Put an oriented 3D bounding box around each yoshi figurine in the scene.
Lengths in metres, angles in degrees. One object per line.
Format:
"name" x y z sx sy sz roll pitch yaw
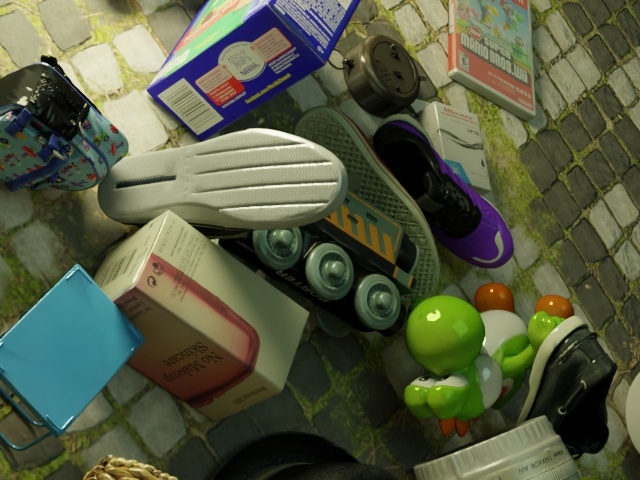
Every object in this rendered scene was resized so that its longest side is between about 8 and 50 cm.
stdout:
"yoshi figurine" 0.231 0.133 1.863 0.203 0.203 0.362 50 34 10

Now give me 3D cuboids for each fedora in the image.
"fedora" 0.007 0.371 1.584 0.334 0.152 0.334 21 55 -33

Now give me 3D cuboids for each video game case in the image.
"video game case" 0.311 -0.375 2.361 0.204 0.025 0.285 24 53 -32

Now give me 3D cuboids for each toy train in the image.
"toy train" 0.000 0.000 1.766 0.334 0.142 0.190 32 63 -27

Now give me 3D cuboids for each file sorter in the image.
"file sorter" -0.307 0.135 1.456 0.118 0.104 0.170 50 44 -11

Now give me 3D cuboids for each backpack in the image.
"backpack" -0.327 -0.118 1.549 0.173 0.158 0.117 42 53 -34

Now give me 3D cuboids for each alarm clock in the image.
"alarm clock" 0.087 -0.271 2.074 0.192 0.064 0.129 12 61 -35

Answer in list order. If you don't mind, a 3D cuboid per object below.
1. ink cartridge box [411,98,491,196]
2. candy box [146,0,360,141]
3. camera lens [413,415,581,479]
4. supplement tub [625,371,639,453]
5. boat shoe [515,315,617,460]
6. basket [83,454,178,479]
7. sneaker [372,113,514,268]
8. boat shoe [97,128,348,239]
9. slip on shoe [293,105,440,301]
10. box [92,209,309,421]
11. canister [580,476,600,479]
"ink cartridge box" 0.211 -0.160 2.125 0.104 0.060 0.180 12 60 -38
"candy box" -0.066 -0.320 1.805 0.122 0.268 0.317 46 44 -20
"camera lens" 0.268 0.401 1.758 0.219 0.219 0.274 -12 76 -45
"supplement tub" 0.690 0.292 2.200 0.316 0.228 0.228 3 66 -41
"boat shoe" 0.364 0.255 1.860 0.127 0.340 0.113 -28 52 -31
"basket" -0.170 0.398 1.330 0.299 0.213 0.223 37 45 -7
"sneaker" 0.178 -0.059 1.977 0.293 0.102 0.146 47 16 -3
"boat shoe" -0.109 -0.063 1.591 0.119 0.335 0.121 32 63 -60
"slip on shoe" 0.075 -0.059 1.914 0.331 0.123 0.101 57 16 -9
"box" -0.157 0.097 1.584 0.232 0.148 0.127 38 48 -21
"canister" 0.378 0.446 1.943 0.126 0.073 0.170 16 60 -36
